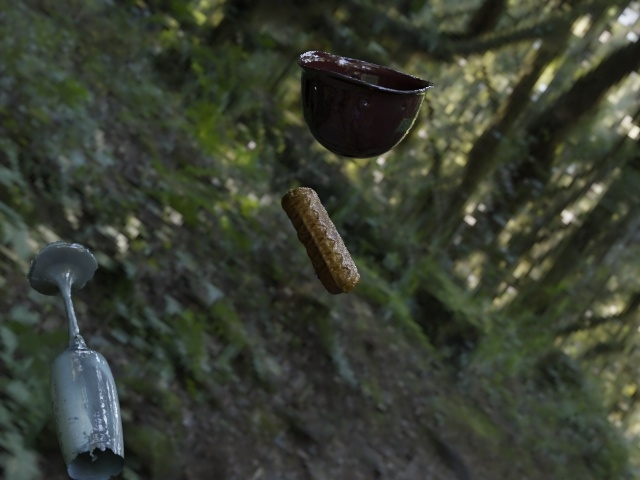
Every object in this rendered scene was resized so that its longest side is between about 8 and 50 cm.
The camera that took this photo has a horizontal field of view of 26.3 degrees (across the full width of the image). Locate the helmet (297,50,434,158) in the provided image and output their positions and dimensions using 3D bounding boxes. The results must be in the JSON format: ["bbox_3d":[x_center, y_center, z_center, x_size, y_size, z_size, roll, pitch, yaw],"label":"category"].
[{"bbox_3d":[0.040,-0.144,1.538,0.155,0.106,0.175,15,11,9],"label":"helmet"}]

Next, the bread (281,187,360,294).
[{"bbox_3d":[0.000,0.000,1.806,0.044,0.052,0.157,-21,81,-53],"label":"bread"}]

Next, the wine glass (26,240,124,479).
[{"bbox_3d":[-0.226,0.116,1.275,0.074,0.074,0.262,39,22,-42],"label":"wine glass"}]
